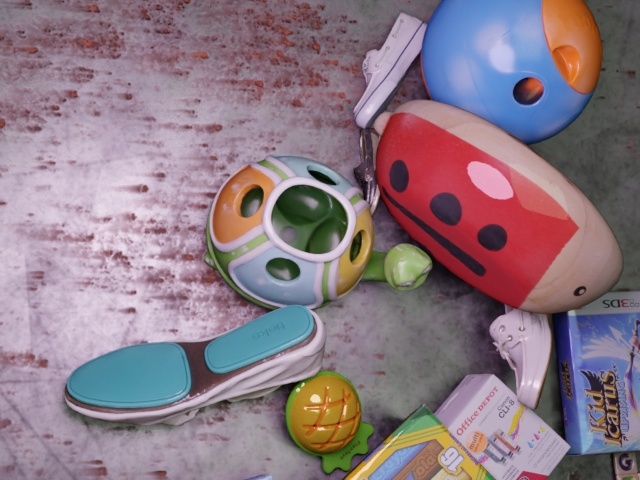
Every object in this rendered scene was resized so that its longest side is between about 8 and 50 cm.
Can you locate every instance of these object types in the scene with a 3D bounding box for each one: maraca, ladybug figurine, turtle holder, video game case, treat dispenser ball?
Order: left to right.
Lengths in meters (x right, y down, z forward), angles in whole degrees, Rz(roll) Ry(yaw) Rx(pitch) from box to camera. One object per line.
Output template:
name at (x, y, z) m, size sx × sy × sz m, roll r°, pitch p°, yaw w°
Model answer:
turtle holder at (-0.017, 0.008, 1.791) m, size 0.243 × 0.227 × 0.320 m, roll -43°, pitch 93°, yaw -16°
maraca at (0.015, 0.283, 1.832) m, size 0.127 × 0.099 × 0.185 m, roll -40°, pitch 119°, yaw -13°
ladybug figurine at (0.252, -0.040, 1.816) m, size 0.449 × 0.305 × 0.162 m, roll 37°, pitch 68°, yaw 11°
treat dispenser ball at (0.305, -0.293, 1.881) m, size 0.288 × 0.288 × 0.288 m, roll 2°, pitch 82°, yaw -14°
video game case at (0.525, 0.219, 1.976) m, size 0.244 × 0.061 × 0.269 m, roll -2°, pitch 80°, yaw -13°

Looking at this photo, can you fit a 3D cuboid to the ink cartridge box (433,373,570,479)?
ink cartridge box at (0.276, 0.316, 1.872) m, size 0.176 × 0.127 × 0.128 m, roll 43°, pitch 75°, yaw -4°

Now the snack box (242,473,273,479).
snack box at (-0.122, 0.537, 1.778) m, size 0.187 × 0.060 × 0.321 m, roll -15°, pitch 86°, yaw -16°

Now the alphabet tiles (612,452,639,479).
alphabet tiles at (0.613, 0.407, 1.997) m, size 0.237 × 0.009 × 0.198 m, roll -4°, pitch 80°, yaw -14°

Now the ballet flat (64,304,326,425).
ballet flat at (-0.178, 0.212, 1.764) m, size 0.400 × 0.139 × 0.139 m, roll -16°, pitch 86°, yaw 0°

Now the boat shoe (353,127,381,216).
boat shoe at (0.077, -0.113, 1.924) m, size 0.049 × 0.056 × 0.152 m, roll 9°, pitch 71°, yaw -7°

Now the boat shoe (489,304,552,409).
boat shoe at (0.317, 0.156, 1.881) m, size 0.096 × 0.098 × 0.277 m, roll 11°, pitch 39°, yaw 2°

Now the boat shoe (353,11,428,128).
boat shoe at (0.104, -0.284, 1.947) m, size 0.076 × 0.083 × 0.226 m, roll 33°, pitch 64°, yaw 5°

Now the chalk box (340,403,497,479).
chalk box at (0.100, 0.417, 1.776) m, size 0.289 × 0.180 × 0.179 m, roll -40°, pitch 82°, yaw -17°
